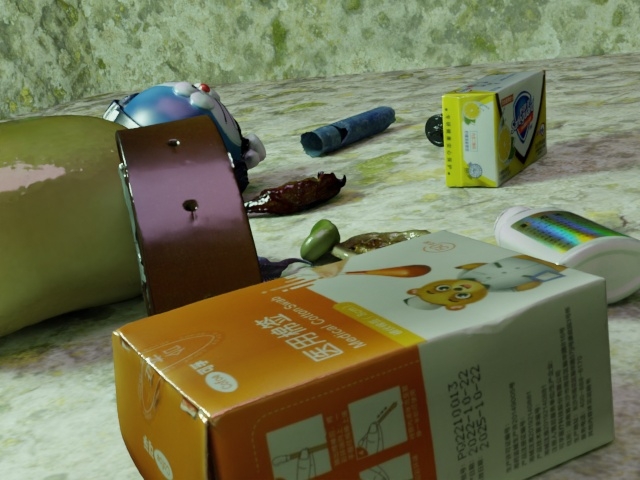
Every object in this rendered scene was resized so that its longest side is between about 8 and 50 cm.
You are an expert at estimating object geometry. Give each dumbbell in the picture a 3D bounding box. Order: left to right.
[{"bbox_3d":[0.263,-0.236,1.985,0.069,0.069,0.147,5,20,38],"label":"dumbbell"}]

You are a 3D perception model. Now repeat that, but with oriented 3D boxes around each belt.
[{"bbox_3d":[-0.139,0.000,1.020,0.122,0.217,0.338,-11,45,-12],"label":"belt"}]

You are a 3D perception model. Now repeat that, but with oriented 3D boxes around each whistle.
[{"bbox_3d":[0.068,-0.250,2.142,0.062,0.062,0.304,5,20,37],"label":"whistle"}]

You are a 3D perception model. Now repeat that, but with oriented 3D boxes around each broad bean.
[{"bbox_3d":[0.000,0.000,1.322,0.063,0.045,0.083,-42,0,24],"label":"broad bean"}]

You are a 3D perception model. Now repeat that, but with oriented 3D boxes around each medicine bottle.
[{"bbox_3d":[0.275,0.011,1.105,0.115,0.078,0.219,-13,17,-12],"label":"medicine bottle"}]

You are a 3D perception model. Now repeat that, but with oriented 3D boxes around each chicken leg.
[{"bbox_3d":[-0.067,-0.074,1.614,0.253,0.051,0.106,-15,11,-21],"label":"chicken leg"}]

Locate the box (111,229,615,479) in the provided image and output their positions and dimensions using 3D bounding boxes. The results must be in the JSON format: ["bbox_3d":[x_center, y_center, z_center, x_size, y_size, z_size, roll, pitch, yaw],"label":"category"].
[{"bbox_3d":[0.029,0.115,0.752,0.341,0.143,0.225,-17,18,-24],"label":"box"}]

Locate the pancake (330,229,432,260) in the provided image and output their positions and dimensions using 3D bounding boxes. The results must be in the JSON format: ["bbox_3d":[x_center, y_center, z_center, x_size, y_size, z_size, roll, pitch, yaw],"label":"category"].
[{"bbox_3d":[0.088,0.011,1.290,0.152,0.025,0.151,-6,17,2],"label":"pancake"}]

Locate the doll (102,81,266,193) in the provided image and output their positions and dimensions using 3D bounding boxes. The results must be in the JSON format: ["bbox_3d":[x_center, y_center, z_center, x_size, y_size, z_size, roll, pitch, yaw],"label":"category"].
[{"bbox_3d":[-0.245,-0.166,1.706,0.284,0.240,0.310,33,7,5],"label":"doll"}]

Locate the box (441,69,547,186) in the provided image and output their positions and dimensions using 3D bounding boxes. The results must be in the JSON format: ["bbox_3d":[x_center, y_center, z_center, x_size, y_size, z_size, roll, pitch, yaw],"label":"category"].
[{"bbox_3d":[0.313,-0.203,1.681,0.097,0.168,0.265,6,19,31],"label":"box"}]

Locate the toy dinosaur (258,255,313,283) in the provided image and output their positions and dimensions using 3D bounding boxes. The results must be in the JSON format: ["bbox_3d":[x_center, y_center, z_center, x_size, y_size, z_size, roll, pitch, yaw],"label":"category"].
[{"bbox_3d":[-0.097,0.039,1.241,0.197,0.045,0.080,-6,12,-41],"label":"toy dinosaur"}]

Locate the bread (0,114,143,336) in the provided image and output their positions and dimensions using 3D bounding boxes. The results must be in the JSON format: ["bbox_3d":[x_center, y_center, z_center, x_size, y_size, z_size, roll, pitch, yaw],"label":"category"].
[{"bbox_3d":[-0.393,-0.025,1.236,0.376,0.252,0.348,-17,22,-26],"label":"bread"}]
